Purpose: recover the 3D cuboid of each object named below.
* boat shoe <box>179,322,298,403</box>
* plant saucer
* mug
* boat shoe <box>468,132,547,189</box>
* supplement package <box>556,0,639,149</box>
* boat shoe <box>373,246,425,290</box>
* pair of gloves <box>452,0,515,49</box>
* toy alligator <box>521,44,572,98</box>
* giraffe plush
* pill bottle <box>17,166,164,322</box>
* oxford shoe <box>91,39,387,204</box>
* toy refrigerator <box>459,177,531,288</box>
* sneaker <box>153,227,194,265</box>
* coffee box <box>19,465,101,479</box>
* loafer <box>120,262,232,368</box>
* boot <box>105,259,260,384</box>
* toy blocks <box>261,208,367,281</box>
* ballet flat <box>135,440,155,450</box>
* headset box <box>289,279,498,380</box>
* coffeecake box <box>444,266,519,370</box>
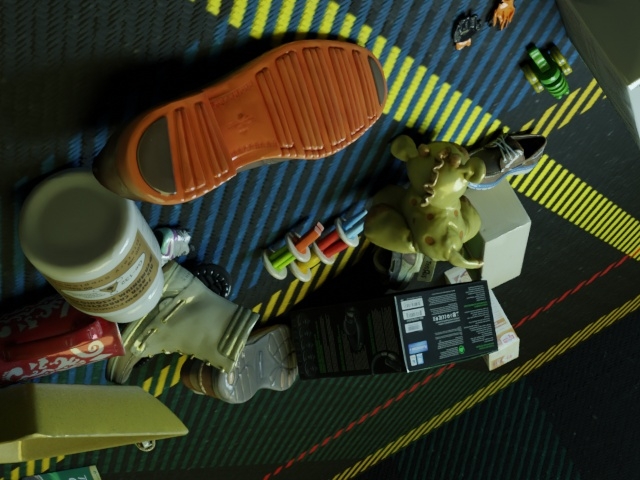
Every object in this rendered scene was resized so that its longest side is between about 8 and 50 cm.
[{"bbox_3d":[-0.133,0.205,2.004,0.116,0.123,0.324,2,180,23],"label":"boat shoe"},{"bbox_3d":[-0.410,0.256,1.608,0.332,0.081,0.333,-14,166,26],"label":"plant saucer"},{"bbox_3d":[-0.354,0.117,1.511,0.169,0.113,0.150,-18,160,-12],"label":"mug"},{"bbox_3d":[0.273,-0.130,1.749,0.183,0.066,0.066,-21,156,-42],"label":"boat shoe"},{"bbox_3d":[0.415,-0.267,1.392,0.199,0.198,0.262,-31,159,10],"label":"supplement package"},{"bbox_3d":[0.125,0.030,1.933,0.073,0.080,0.223,10,165,-8],"label":"boat shoe"},{"bbox_3d":[0.198,-0.265,1.404,0.083,0.010,0.074,-23,160,-3],"label":"pair of gloves"},{"bbox_3d":[0.324,-0.220,1.601,0.056,0.051,0.189,-32,159,14],"label":"toy alligator"},{"bbox_3d":[0.156,-0.068,1.627,0.181,0.210,0.171,2,120,-6],"label":"giraffe plush"},{"bbox_3d":[-0.256,0.017,1.352,0.131,0.131,0.229,-25,159,-4],"label":"pill bottle"},{"bbox_3d":[-0.084,-0.137,1.268,0.363,0.130,0.132,-21,-168,-34],"label":"oxford shoe"},{"bbox_3d":[0.290,-0.006,1.997,0.094,0.102,0.269,-26,160,-4],"label":"toy refrigerator"},{"bbox_3d":[-0.201,0.016,1.548,0.069,0.038,0.098,-8,153,-39],"label":"sneaker"},{"bbox_3d":[-0.495,0.502,2.243,0.040,0.113,0.184,-42,153,28],"label":"coffee box"},{"bbox_3d":[-0.216,0.098,1.698,0.220,0.080,0.078,-36,-170,20],"label":"loafer"},{"bbox_3d":[-0.197,0.149,1.630,0.213,0.165,0.077,-58,-175,22],"label":"boot"},{"bbox_3d":[0.000,0.000,1.728,0.148,0.054,0.123,-36,158,24],"label":"toy blocks"},{"bbox_3d":[-0.336,0.359,2.174,0.057,0.052,0.168,-24,159,-6],"label":"ballet flat"},{"bbox_3d":[0.120,0.159,2.025,0.246,0.131,0.283,-6,176,-44],"label":"headset box"},{"bbox_3d":[0.317,0.146,2.269,0.068,0.186,0.142,-27,159,-1],"label":"coffeecake box"}]
